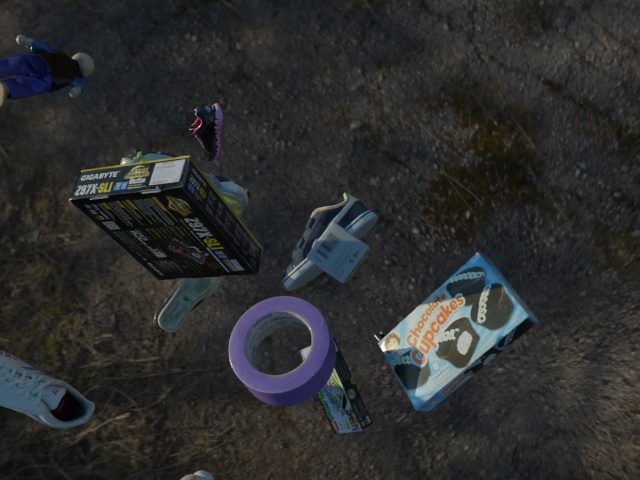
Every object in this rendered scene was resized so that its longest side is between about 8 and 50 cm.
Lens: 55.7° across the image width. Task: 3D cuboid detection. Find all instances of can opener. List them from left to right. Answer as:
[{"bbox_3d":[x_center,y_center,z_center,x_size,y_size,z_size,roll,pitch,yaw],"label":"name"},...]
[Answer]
[{"bbox_3d":[0.218,0.313,1.690,0.186,0.059,0.073,43,123,44],"label":"can opener"}]

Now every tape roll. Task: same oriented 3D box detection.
[{"bbox_3d":[-0.069,0.204,1.128,0.189,0.080,0.189,-6,58,9],"label":"tape roll"}]

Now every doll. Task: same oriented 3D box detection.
[{"bbox_3d":[-0.423,-0.261,0.925,0.129,0.189,0.046,48,128,4],"label":"doll"}]

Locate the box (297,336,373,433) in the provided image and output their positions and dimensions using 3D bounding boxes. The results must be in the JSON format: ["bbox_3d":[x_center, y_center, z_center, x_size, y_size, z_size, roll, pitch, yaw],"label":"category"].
[{"bbox_3d":[0.031,0.329,1.363,0.114,0.036,0.207,-32,82,52],"label":"box"}]

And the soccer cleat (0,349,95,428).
[{"bbox_3d":[-0.644,0.317,1.326,0.143,0.331,0.116,-14,50,39],"label":"soccer cleat"}]

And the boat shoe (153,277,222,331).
[{"bbox_3d":[-0.349,0.141,1.600,0.084,0.079,0.233,47,64,-16],"label":"boat shoe"}]

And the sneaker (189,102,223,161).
[{"bbox_3d":[-0.207,-0.192,1.083,0.057,0.119,0.047,-7,47,-22],"label":"sneaker"}]

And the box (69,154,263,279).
[{"bbox_3d":[-0.299,-0.030,1.230,0.257,0.322,0.079,-6,56,20],"label":"box"}]

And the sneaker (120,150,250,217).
[{"bbox_3d":[-0.391,-0.143,1.752,0.384,0.145,0.147,21,79,-23],"label":"sneaker"}]

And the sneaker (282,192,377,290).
[{"bbox_3d":[0.000,0.000,1.677,0.321,0.126,0.127,-40,74,-10],"label":"sneaker"}]

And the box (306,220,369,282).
[{"bbox_3d":[0.041,0.027,1.349,0.102,0.087,0.101,37,92,7],"label":"box"}]

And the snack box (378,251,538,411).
[{"bbox_3d":[0.289,0.202,1.326,0.322,0.060,0.187,-47,48,20],"label":"snack box"}]

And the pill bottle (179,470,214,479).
[{"bbox_3d":[-0.344,0.673,1.572,0.103,0.184,0.103,2,96,16],"label":"pill bottle"}]
